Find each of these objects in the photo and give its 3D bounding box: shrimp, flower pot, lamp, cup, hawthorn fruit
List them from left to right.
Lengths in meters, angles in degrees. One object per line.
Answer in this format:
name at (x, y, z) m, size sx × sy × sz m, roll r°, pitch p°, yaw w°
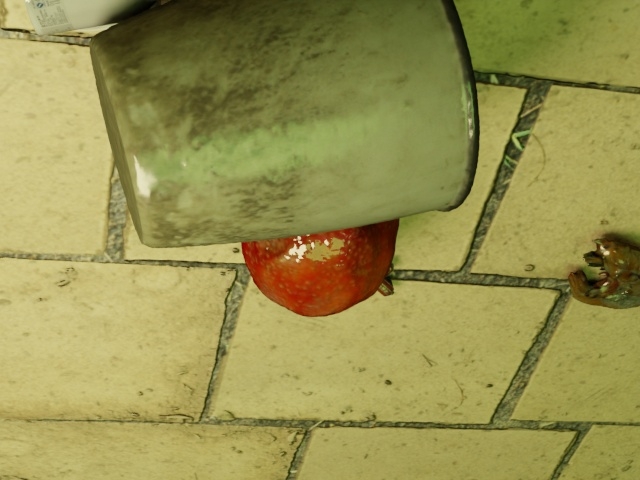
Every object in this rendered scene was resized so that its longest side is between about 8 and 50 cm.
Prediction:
cup at (-0.218, -0.264, 1.046) m, size 0.142 × 0.134 × 0.173 m, roll -9°, pitch 132°, yaw -6°
flower pot at (-0.046, -0.130, 1.060) m, size 0.330 × 0.293 × 0.293 m, roll -17°, pitch 134°, yaw -12°
hawthorn fruit at (0.000, 0.000, 1.299) m, size 0.205 × 0.205 × 0.253 m, roll -9°, pitch 143°, yaw -4°
lamp at (0.061, 0.055, 1.468) m, size 0.083 × 0.031 × 0.063 m, roll -7°, pitch 131°, yaw -1°
shrimp at (0.426, 0.057, 1.531) m, size 0.132 × 0.051 × 0.187 m, roll -38°, pitch 131°, yaw 21°
